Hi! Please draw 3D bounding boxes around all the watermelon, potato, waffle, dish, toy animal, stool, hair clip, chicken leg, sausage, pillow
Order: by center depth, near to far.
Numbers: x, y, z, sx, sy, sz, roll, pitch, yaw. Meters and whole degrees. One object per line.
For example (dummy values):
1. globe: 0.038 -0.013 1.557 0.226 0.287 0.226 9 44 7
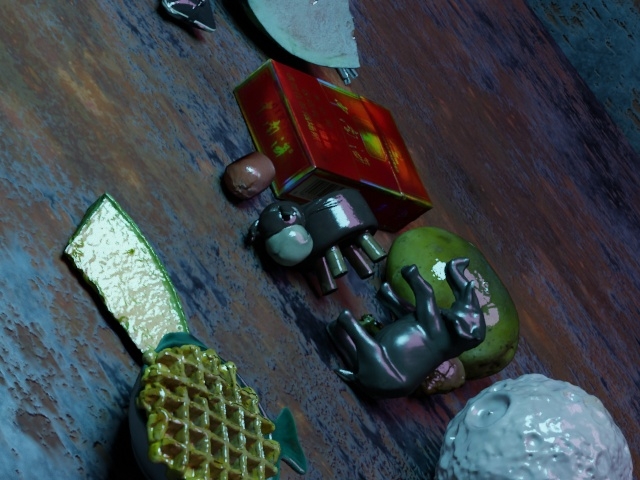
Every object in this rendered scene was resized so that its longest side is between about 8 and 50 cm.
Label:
1. waffle: -0.111 0.186 1.392 0.191 0.038 0.191 38 32 -29
2. dish: -0.126 0.211 1.465 0.246 0.078 0.224 21 42 -47
3. stool: 0.000 0.000 1.874 0.217 0.125 0.121 -5 64 -49
4. toy animal: 0.124 0.117 1.881 0.146 0.245 0.114 52 -8 7
5. sausage: -0.094 -0.087 1.885 0.054 0.059 0.094 65 21 -8
6. chicken leg: 0.123 0.162 1.951 0.178 0.070 0.093 38 36 -15
7. pillow: -0.198 -0.365 2.049 0.091 0.055 0.135 2 47 -19
8. potato: 0.197 0.089 2.062 0.197 0.148 0.228 3 56 -41
9. watermelon: -0.053 -0.416 2.229 0.256 0.176 0.260 36 9 -47
10. hair clip: 0.019 -0.315 2.373 0.039 0.030 0.115 -32 84 -44

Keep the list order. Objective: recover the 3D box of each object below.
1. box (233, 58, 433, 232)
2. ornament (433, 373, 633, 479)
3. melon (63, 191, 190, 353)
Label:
1. box: 0.025 -0.137 2.108 0.313 0.089 0.197 16 45 -52
2. ornament: 0.274 0.296 1.819 0.225 0.259 0.259 53 25 -25
3. melon: -0.203 0.066 1.545 0.114 0.053 0.261 -18 74 -54
